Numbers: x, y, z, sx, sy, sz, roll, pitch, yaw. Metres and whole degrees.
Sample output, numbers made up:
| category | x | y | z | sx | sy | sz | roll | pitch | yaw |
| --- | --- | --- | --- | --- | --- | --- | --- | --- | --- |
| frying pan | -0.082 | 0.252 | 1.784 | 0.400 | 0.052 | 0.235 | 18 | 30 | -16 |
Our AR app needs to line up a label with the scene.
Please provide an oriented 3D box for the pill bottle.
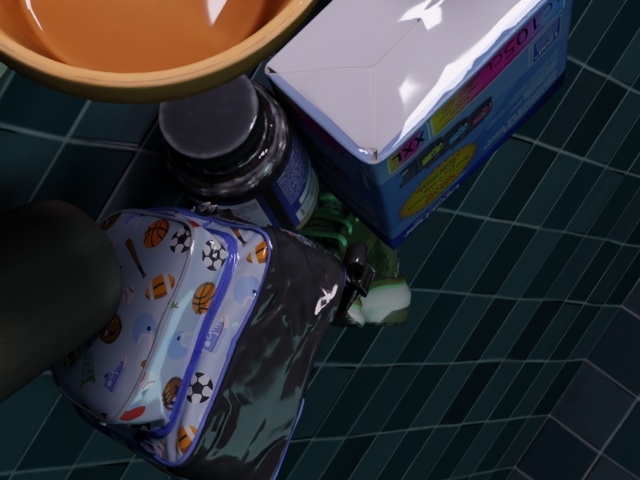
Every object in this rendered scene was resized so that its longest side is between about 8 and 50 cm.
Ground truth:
| category | x | y | z | sx | sy | sz | roll | pitch | yaw |
| --- | --- | --- | --- | --- | --- | --- | --- | --- | --- |
| pill bottle | -0.078 | -0.079 | 1.800 | 0.123 | 0.123 | 0.219 | -51 | 159 | -9 |

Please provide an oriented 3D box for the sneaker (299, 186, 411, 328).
| category | x | y | z | sx | sy | sz | roll | pitch | yaw |
| --- | --- | --- | --- | --- | --- | --- | --- | --- | --- |
| sneaker | 0.000 | 0.000 | 2.098 | 0.410 | 0.158 | 0.182 | 5 | 89 | -76 |

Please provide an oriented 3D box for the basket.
| category | x | y | z | sx | sy | sz | roll | pitch | yaw |
| --- | --- | --- | --- | --- | --- | --- | --- | --- | --- |
| basket | -0.277 | 0.059 | 1.561 | 0.204 | 0.154 | 0.227 | -40 | 176 | 38 |

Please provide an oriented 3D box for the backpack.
| category | x | y | z | sx | sy | sz | roll | pitch | yaw |
| --- | --- | --- | --- | --- | --- | --- | --- | --- | --- |
| backpack | -0.125 | 0.088 | 1.740 | 0.213 | 0.263 | 0.276 | 29 | 81 | -28 |

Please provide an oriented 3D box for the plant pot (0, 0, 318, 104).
| category | x | y | z | sx | sy | sz | roll | pitch | yaw |
| --- | --- | --- | --- | --- | --- | --- | --- | --- | --- |
| plant pot | -0.124 | -0.218 | 1.318 | 0.291 | 0.291 | 0.203 | -50 | 175 | -9 |

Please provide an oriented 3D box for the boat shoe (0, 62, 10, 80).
| category | x | y | z | sx | sy | sz | roll | pitch | yaw |
| --- | --- | --- | --- | --- | --- | --- | --- | --- | --- |
| boat shoe | -0.328 | -0.089 | 1.332 | 0.257 | 0.095 | 0.095 | -52 | 146 | -22 |

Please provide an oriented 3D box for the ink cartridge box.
| category | x | y | z | sx | sy | sz | roll | pitch | yaw |
| --- | --- | --- | --- | --- | --- | --- | --- | --- | --- |
| ink cartridge box | 0.109 | -0.156 | 1.913 | 0.270 | 0.151 | 0.395 | -44 | 168 | -5 |
